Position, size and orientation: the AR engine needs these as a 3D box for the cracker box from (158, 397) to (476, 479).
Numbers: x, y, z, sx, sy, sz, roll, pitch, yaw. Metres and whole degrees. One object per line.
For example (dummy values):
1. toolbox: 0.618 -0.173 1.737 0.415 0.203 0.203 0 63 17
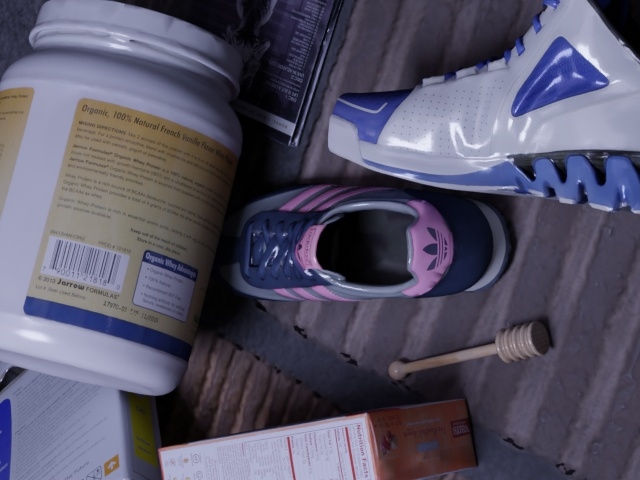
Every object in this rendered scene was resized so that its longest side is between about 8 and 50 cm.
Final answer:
1. cracker box: -0.003 0.189 1.456 0.232 0.155 0.067 -13 82 35

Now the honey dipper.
1. honey dipper: 0.124 0.098 1.443 0.160 0.030 0.030 -16 81 39

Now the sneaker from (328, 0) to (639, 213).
1. sneaker: 0.175 -0.124 1.355 0.315 0.127 0.182 9 92 29

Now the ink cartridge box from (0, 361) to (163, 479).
1. ink cartridge box: -0.285 0.224 1.651 0.303 0.072 0.307 -41 31 19

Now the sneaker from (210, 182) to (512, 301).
1. sneaker: 0.000 0.000 1.467 0.319 0.131 0.112 -5 87 36

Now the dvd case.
1. dvd case: -0.054 -0.219 1.574 0.164 0.018 0.221 26 105 33

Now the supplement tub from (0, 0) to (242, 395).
1. supplement tub: -0.198 -0.037 1.501 0.228 0.228 0.316 6 77 36
